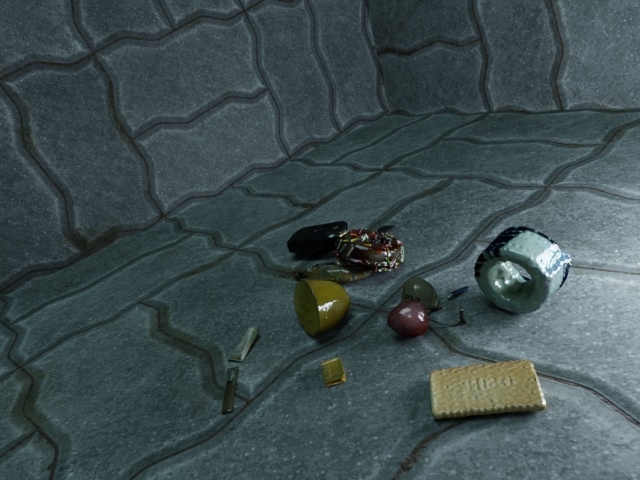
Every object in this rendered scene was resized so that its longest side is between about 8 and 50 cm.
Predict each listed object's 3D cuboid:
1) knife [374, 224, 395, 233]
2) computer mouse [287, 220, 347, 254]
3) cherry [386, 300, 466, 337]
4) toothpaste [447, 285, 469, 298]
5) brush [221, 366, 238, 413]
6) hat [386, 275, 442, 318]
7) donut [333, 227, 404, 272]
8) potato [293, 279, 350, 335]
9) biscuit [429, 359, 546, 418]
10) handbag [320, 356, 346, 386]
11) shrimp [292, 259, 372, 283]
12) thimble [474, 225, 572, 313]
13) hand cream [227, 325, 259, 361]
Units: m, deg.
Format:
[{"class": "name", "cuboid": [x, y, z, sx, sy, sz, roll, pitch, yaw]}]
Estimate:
[{"class": "knife", "cuboid": [0.213, -0.010, 2.098, 0.245, 0.019, 0.072, -31, 23, -36]}, {"class": "computer mouse", "cuboid": [0.000, 0.000, 2.110, 0.269, 0.100, 0.170, -7, 21, 32]}, {"class": "cherry", "cuboid": [0.300, 0.217, 1.447, 0.225, 0.090, 0.107, -11, 57, -7]}, {"class": "toothpaste", "cuboid": [0.431, 0.162, 1.571, 0.083, 0.019, 0.027, -24, 1, -18]}, {"class": "brush", "cuboid": [-0.263, 0.424, 1.452, 0.034, 0.028, 0.190, -17, 25, 5]}, {"class": "hat", "cuboid": [0.277, 0.186, 1.539, 0.147, 0.085, 0.175, 11, 35, 45]}, {"class": "donut", "cuboid": [0.178, 0.029, 1.840, 0.269, 0.103, 0.270, 5, 17, -2]}, {"class": "potato", "cuboid": [0.020, 0.202, 1.605, 0.158, 0.178, 0.203, -9, -5, -20]}, {"class": "biscuit", "cuboid": [0.384, 0.350, 1.178, 0.249, 0.030, 0.160, -11, 24, 14]}, {"class": "handbag", "cuboid": [0.035, 0.364, 1.386, 0.061, 0.027, 0.083, -16, 25, 0]}, {"class": "shrimp", "cuboid": [0.046, 0.113, 1.882, 0.317, 0.077, 0.168, -3, 17, 18]}, {"class": "thimble", "cuboid": [0.562, 0.083, 1.399, 0.150, 0.237, 0.237, -36, 30, -31]}, {"class": "hand cream", "cuboid": [-0.243, 0.338, 1.627, 0.061, 0.039, 0.143, 3, 39, 26]}]
